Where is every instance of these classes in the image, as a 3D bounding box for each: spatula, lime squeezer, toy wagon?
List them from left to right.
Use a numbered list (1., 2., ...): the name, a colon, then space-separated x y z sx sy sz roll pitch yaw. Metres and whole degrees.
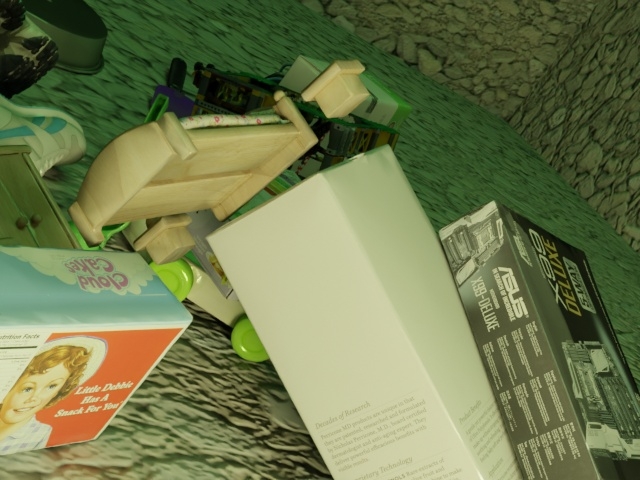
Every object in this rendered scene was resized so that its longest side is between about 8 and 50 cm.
1. lime squeezer: -0.244 -0.028 1.213 0.059 0.110 0.310 34 49 0
2. spatula: -0.243 -0.255 1.885 0.084 0.030 0.296 28 20 -19
3. toy wagon: -0.077 0.053 1.364 0.344 0.068 0.267 34 18 -8

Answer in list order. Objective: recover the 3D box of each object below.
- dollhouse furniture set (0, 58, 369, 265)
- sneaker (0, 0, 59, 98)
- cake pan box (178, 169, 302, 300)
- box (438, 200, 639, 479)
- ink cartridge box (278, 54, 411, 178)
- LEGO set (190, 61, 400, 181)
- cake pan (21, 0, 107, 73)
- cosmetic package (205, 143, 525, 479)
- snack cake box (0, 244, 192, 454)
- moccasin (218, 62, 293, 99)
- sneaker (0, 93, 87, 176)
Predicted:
1. dollhouse furniture set: -0.190 -0.089 0.960 0.174 0.355 0.303 57 29 11
2. sneaker: -0.395 -0.261 1.324 0.122 0.110 0.283 51 -14 10
3. cake pan box: -0.065 -0.012 1.334 0.267 0.070 0.245 16 30 -48
4. box: 0.253 0.131 1.179 0.242 0.076 0.307 24 44 -52
5. ink cartridge box: 0.011 -0.194 1.926 0.115 0.198 0.273 44 19 21
6. LEGO set: -0.063 -0.121 1.672 0.331 0.192 0.255 22 12 12
7. cake pan: -0.454 -0.367 1.740 0.293 0.054 0.293 33 18 -12
8. cosmetic package: 0.066 0.104 1.125 0.365 0.155 0.197 61 28 2
9. snack cake box: -0.241 0.085 0.846 0.089 0.152 0.264 47 20 24
10. moccasin: -0.070 -0.266 2.066 0.117 0.137 0.342 38 17 20
11. sneaker: -0.340 -0.102 1.265 0.229 0.087 0.092 8 60 -68
